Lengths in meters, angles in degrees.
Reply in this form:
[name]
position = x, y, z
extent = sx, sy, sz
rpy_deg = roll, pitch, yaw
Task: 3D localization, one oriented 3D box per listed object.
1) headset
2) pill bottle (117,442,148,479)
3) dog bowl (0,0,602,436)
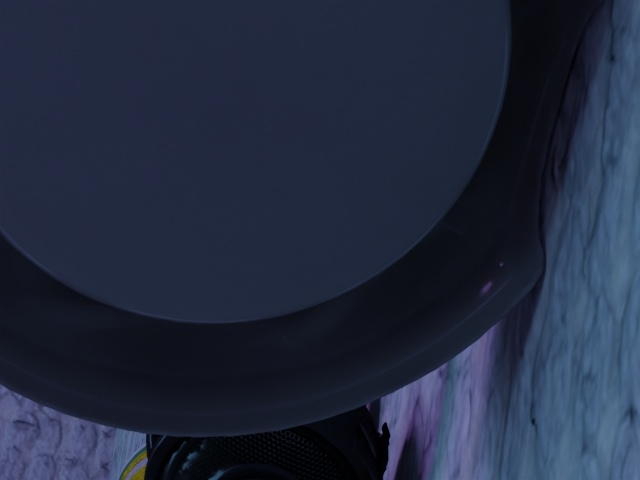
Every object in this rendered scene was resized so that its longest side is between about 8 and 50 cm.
[headset]
position = -0.011, 0.138, 1.148
extent = 0.394, 0.185, 0.243
rpy_deg = -64, 5, 2
[pill bottle]
position = -0.097, 0.232, 1.491
extent = 0.208, 0.118, 0.117
rpy_deg = -112, 33, -72
[dog bowl]
position = -0.045, -0.090, 0.868
extent = 0.102, 0.349, 0.348
rpy_deg = -112, 33, -65
